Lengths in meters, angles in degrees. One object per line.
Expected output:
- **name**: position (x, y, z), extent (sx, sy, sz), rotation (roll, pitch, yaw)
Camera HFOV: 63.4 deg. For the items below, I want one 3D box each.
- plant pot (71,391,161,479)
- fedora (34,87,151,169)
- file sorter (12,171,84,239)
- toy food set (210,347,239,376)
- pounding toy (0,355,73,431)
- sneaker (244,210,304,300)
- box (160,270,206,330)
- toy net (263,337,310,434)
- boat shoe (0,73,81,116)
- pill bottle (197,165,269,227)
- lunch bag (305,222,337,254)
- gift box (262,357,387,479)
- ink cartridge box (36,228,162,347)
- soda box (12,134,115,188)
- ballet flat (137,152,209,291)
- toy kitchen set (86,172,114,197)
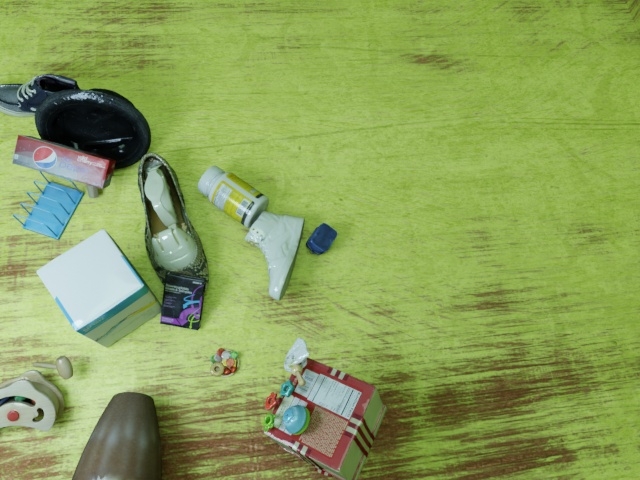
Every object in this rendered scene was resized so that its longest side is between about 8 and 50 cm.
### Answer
- **plant pot**: position (-0.504, 0.519, 1.332), extent (0.215, 0.215, 0.230), rotation (2, 54, -6)
- **fedora**: position (-0.700, -0.375, 1.630), extent (0.334, 0.334, 0.153), rotation (-1, 48, -7)
- **file sorter**: position (-0.833, -0.112, 1.586), extent (0.118, 0.104, 0.170), rotation (18, 67, 0)
- **toy food set**: position (-0.278, 0.355, 1.506), extent (0.083, 0.020, 0.083), rotation (3, 68, -5)
- **pounding toy**: position (-0.778, 0.428, 1.396), extent (0.269, 0.155, 0.154), rotation (-23, 101, -5)
- **sneaker**: position (-0.160, 0.041, 1.607), extent (0.169, 0.108, 0.293), rotation (13, 58, 1)
- **box**: position (-0.401, 0.176, 1.510), extent (0.116, 0.029, 0.162), rotation (10, 105, -2)
- **toy net**: position (-0.072, 0.359, 1.286), extent (0.045, 0.122, 0.232), rotation (38, 48, -35)
- **boat shoe**: position (-0.933, -0.487, 1.695), extent (0.340, 0.158, 0.127), rotation (6, 67, -4)
- **pill bottle**: position (-0.279, -0.143, 1.653), extent (0.208, 0.119, 0.119), rotation (35, 69, 8)
- **lunch bag**: position (0.000, 0.000, 1.657), extent (0.067, 0.065, 0.098), rotation (39, 67, -7)
- **gift box**: position (0.011, 0.463, 1.375), extent (0.276, 0.258, 0.255), rotation (22, 65, 27)
- **ink cartridge box**: position (-0.589, 0.141, 1.422), extent (0.197, 0.270, 0.198), rotation (-36, 76, -17)
- **soda box**: position (-0.765, -0.237, 1.556), extent (0.263, 0.083, 0.092), rotation (16, 96, -11)
- **ballet flat**: position (-0.465, -0.054, 1.562), extent (0.164, 0.182, 0.483), rotation (-17, 71, -11)
- **toy kitchen set**: position (-0.718, -0.185, 1.673), extent (0.068, 0.075, 0.083), rotation (10, 23, 36)
